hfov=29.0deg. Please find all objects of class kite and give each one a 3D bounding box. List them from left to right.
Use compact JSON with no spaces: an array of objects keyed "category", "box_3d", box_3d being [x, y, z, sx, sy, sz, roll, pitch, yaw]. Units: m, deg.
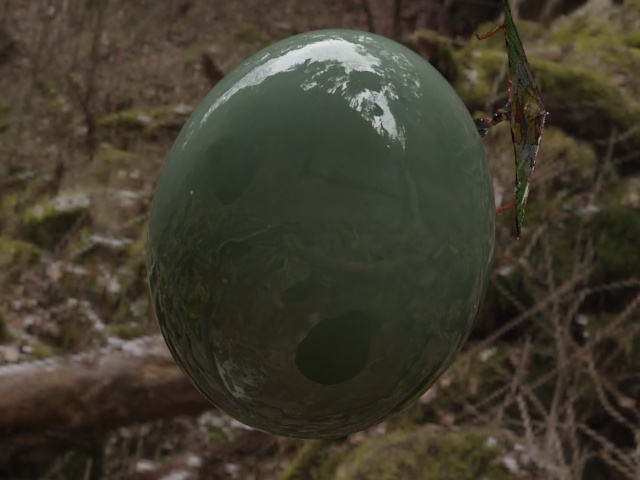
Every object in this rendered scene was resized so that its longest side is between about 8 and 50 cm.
[{"category":"kite","box_3d":[0.139,-0.097,0.937,0.006,0.198,0.244,-2,7,26]}]

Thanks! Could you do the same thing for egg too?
[{"category":"egg","box_3d":[0.000,0.000,0.537,0.149,0.192,0.149,6,41,-5]}]
